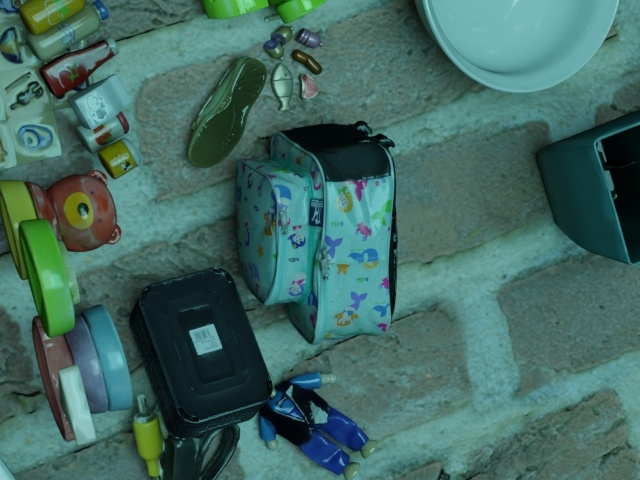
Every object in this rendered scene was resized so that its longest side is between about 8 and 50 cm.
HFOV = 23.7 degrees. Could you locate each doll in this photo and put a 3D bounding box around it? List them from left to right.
[{"bbox_3d":[-0.017,0.225,1.959,0.189,0.046,0.129,37,91,-11],"label":"doll"}]

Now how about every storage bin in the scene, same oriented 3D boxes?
[{"bbox_3d":[-0.146,0.137,1.850,0.122,0.084,0.180,-15,74,-21],"label":"storage bin"}]

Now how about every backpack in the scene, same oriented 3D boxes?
[{"bbox_3d":[0.000,0.000,1.859,0.191,0.225,0.253,-12,107,-15],"label":"backpack"}]

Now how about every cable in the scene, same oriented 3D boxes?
[{"bbox_3d":[-0.181,0.319,1.920,0.139,0.072,0.287,-2,107,-36],"label":"cable"}]

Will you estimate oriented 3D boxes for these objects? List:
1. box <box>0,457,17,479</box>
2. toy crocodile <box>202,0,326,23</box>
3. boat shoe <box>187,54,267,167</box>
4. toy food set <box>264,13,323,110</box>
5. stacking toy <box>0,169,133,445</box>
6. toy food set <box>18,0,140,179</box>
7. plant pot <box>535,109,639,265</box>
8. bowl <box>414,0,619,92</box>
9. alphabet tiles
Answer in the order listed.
[{"bbox_3d":[-0.459,0.308,1.748,0.215,0.168,0.345,-35,103,-14],"label":"box"},{"bbox_3d":[0.002,-0.368,1.905,0.340,0.105,0.115,-36,104,-18],"label":"toy crocodile"},{"bbox_3d":[-0.122,-0.161,1.904,0.056,0.048,0.153,26,92,-31],"label":"boat shoe"},{"bbox_3d":[-0.029,-0.230,1.938,0.078,0.019,0.122,-16,99,-17],"label":"toy food set"},{"bbox_3d":[-0.263,0.075,1.746,0.130,0.279,0.308,-15,103,-16],"label":"stacking toy"},{"bbox_3d":[-0.262,-0.198,1.801,0.104,0.111,0.232,-33,108,-16],"label":"toy food set"},{"bbox_3d":[0.390,-0.081,1.979,0.166,0.234,0.165,-21,101,-16],"label":"plant pot"},{"bbox_3d":[0.228,-0.340,1.951,0.298,0.134,0.297,-4,99,-25],"label":"bowl"},{"bbox_3d":[-0.446,-0.214,1.801,0.343,0.011,0.285,-14,99,-18],"label":"alphabet tiles"}]
